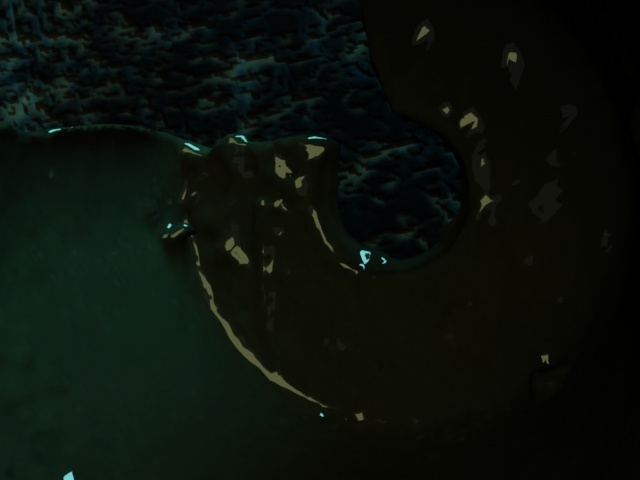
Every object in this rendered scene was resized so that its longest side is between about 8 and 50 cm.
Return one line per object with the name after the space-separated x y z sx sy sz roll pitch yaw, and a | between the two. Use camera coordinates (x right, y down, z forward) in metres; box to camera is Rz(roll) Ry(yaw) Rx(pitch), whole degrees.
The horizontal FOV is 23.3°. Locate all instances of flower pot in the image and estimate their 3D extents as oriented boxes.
0.000 0.000 0.542 0.379 0.251 0.379 1 94 18 | flower pot
